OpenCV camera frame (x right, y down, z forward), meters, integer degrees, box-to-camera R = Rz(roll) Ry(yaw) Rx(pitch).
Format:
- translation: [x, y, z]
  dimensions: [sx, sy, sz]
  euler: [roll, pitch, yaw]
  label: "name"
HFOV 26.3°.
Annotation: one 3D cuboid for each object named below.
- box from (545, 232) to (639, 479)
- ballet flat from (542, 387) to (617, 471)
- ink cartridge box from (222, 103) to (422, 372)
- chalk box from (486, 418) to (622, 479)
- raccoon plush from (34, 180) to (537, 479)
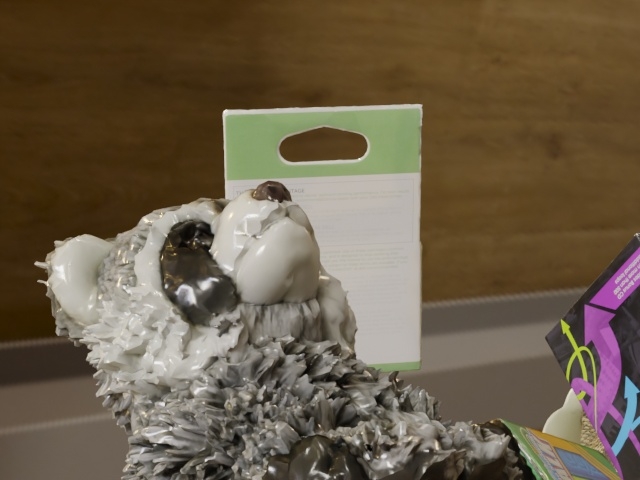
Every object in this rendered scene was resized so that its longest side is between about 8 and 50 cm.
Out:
- translation: [0.211, 0.093, 0.846]
  dimensions: [0.029, 0.162, 0.116]
  euler: [-5, -36, -33]
  label: "box"
- translation: [0.327, 0.247, 1.515]
  dimensions: [0.164, 0.182, 0.483]
  euler: [54, -158, -14]
  label: "ballet flat"
- translation: [0.000, 0.000, 1.158]
  dimensions: [0.171, 0.056, 0.235]
  euler: [-3, -76, -8]
  label: "ink cartridge box"
- translation: [0.148, 0.262, 1.022]
  dimensions: [0.180, 0.179, 0.289]
  euler: [-44, -31, 15]
  label: "chalk box"
- translation: [-0.085, 0.186, 0.802]
  dimensions: [0.216, 0.299, 0.447]
  euler: [24, -83, -50]
  label: "raccoon plush"
